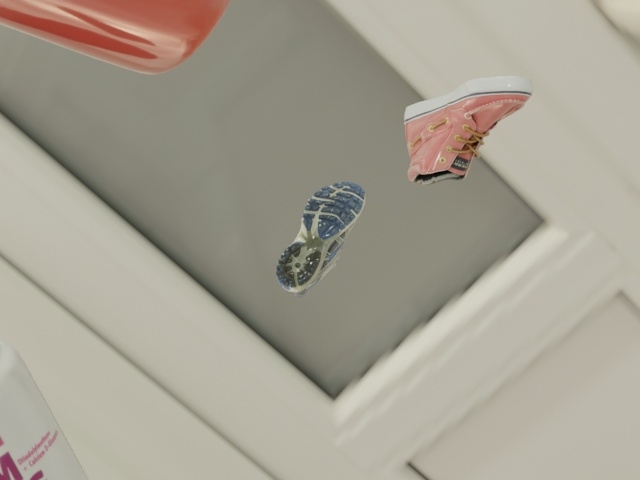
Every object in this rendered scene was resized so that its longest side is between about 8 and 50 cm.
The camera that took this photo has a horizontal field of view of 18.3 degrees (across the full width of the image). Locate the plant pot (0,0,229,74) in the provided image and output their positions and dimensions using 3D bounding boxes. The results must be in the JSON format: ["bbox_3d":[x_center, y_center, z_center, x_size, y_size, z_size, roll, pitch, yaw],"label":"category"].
[{"bbox_3d":[-0.204,-0.271,1.414,0.275,0.243,0.274,-22,64,57],"label":"plant pot"}]

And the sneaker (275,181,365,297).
[{"bbox_3d":[0.000,0.000,1.994,0.052,0.058,0.135,30,71,19],"label":"sneaker"}]

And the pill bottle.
[{"bbox_3d":[-0.317,0.190,1.805,0.160,0.283,0.160,-23,19,8],"label":"pill bottle"}]

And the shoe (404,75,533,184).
[{"bbox_3d":[0.148,-0.107,1.973,0.178,0.063,0.081,-16,70,53],"label":"shoe"}]
